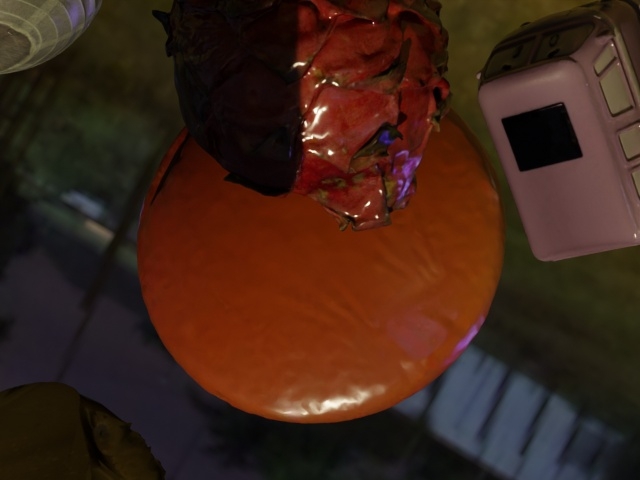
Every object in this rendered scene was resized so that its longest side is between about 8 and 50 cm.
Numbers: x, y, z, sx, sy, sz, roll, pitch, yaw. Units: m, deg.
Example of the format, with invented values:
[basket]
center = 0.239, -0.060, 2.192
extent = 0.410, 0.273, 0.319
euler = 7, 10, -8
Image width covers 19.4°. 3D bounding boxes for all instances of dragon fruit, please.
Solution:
[dragon fruit]
center = -0.011, -0.145, 1.546
extent = 0.244, 0.244, 0.298
euler = -139, 30, -76

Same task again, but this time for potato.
[potato]
center = -0.185, 0.253, 1.194
extent = 0.242, 0.242, 0.285
euler = 29, -166, -28

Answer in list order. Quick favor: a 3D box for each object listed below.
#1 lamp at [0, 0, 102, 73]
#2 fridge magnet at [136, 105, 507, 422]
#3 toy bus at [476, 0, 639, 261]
[lamp]
center = -0.358, -0.293, 1.978
extent = 0.233, 0.265, 0.233
euler = 55, -157, -38
[fridge magnet]
center = 0.000, 0.000, 1.809
extent = 0.364, 0.363, 0.155
euler = 31, 173, 18
[toy bus]
center = 0.227, -0.094, 1.558
extent = 0.142, 0.202, 0.142
euler = -26, -171, -42
